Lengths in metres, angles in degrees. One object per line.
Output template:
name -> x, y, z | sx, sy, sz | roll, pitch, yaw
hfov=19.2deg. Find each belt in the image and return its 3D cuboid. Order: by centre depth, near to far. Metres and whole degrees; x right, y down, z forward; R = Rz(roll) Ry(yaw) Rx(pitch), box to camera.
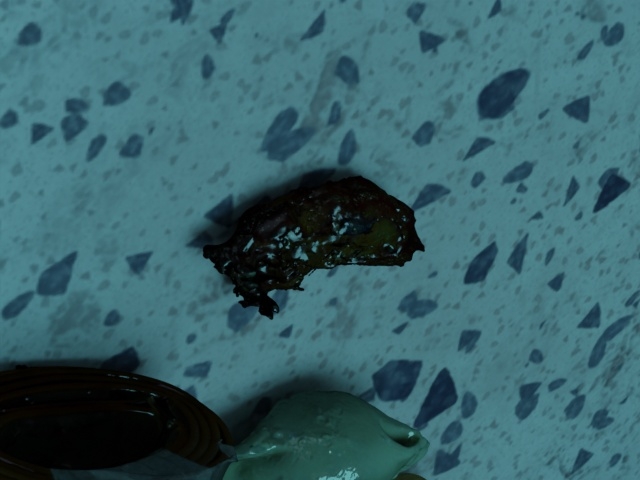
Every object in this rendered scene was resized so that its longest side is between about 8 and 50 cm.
belt -> -0.185, 0.175, 1.431 | 0.261, 0.184, 0.105 | 3, 117, -44

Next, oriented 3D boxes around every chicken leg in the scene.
chicken leg -> 0.000, 0.000, 1.565 | 0.234, 0.063, 0.105 | -19, 137, -33

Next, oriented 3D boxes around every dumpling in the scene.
dumpling -> -0.010, 0.191, 1.691 | 0.219, 0.152, 0.108 | 5, 73, -30

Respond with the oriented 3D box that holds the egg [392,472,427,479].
egg -> 0.086, 0.272, 1.848 | 0.080, 0.080, 0.096 | -33, 125, -20
